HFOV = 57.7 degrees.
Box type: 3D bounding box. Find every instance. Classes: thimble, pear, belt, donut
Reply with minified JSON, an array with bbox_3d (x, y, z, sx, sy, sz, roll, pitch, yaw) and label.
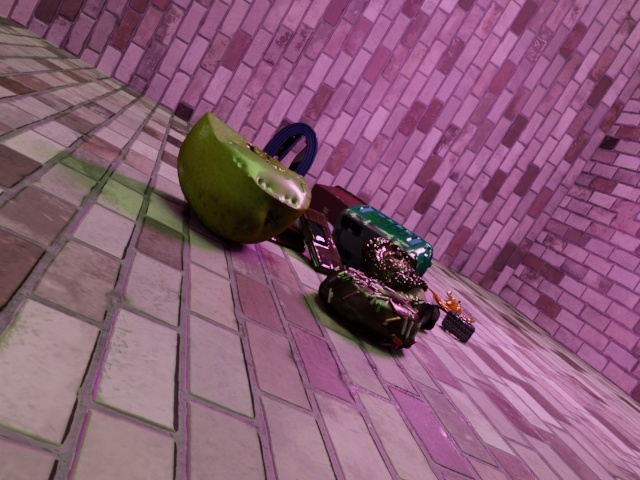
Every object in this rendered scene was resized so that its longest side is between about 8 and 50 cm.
[{"bbox_3d":[0.448,0.279,1.891,0.095,0.066,0.104,31,9,-19],"label":"thimble"},{"bbox_3d":[-0.190,-0.106,1.405,0.342,0.238,0.318,33,19,-28],"label":"pear"},{"bbox_3d":[-0.143,-0.349,2.497,0.212,0.347,0.117,37,7,-7],"label":"belt"},{"bbox_3d":[0.118,0.153,1.356,0.270,0.103,0.269,29,8,-4],"label":"donut"}]

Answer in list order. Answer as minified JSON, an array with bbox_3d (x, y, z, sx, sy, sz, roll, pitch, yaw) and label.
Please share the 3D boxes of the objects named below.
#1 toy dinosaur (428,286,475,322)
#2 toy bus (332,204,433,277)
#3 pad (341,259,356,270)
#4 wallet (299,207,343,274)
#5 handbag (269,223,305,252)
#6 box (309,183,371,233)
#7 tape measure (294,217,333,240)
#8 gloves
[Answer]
[{"bbox_3d":[0.497,0.260,2.270,0.212,0.057,0.142,13,35,-28],"label":"toy dinosaur"},{"bbox_3d":[0.213,0.027,1.964,0.343,0.183,0.199,36,34,25],"label":"toy bus"},{"bbox_3d":[0.108,0.097,1.958,0.170,0.006,0.245,29,8,-15],"label":"pad"},{"bbox_3d":[0.000,0.000,1.713,0.124,0.042,0.230,24,42,-48],"label":"wallet"},{"bbox_3d":[-0.143,-0.059,1.751,0.203,0.074,0.216,25,11,-46],"label":"handbag"},{"bbox_3d":[0.071,-0.114,2.443,0.167,0.193,0.294,12,20,-49],"label":"box"},{"bbox_3d":[-0.019,-0.050,2.098,0.164,0.084,0.330,25,8,-11],"label":"tape measure"},{"bbox_3d":[0.217,0.125,1.715,0.210,0.135,0.312,3,44,-29],"label":"gloves"}]
